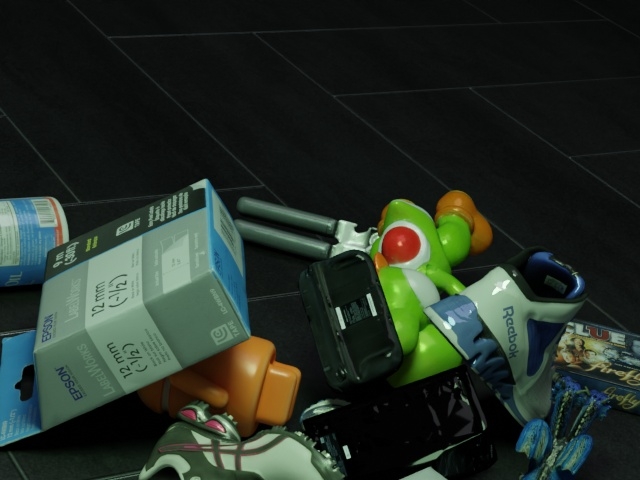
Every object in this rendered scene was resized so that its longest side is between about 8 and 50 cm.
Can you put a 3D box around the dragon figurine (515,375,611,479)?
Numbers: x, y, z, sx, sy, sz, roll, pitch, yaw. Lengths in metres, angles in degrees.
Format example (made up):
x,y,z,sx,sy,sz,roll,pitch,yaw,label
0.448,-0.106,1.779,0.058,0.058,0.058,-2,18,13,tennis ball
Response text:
x,y,z,sx,sy,sz,roll,pitch,yaw,label
0.278,0.272,1.871,0.085,0.144,0.289,19,28,17,dragon figurine

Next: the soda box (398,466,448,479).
x,y,z,sx,sy,sz,roll,pitch,yaw,label
0.047,0.348,1.688,0.286,0.098,0.091,-14,36,-41,soda box

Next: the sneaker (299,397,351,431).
x,y,z,sx,sy,sz,roll,pitch,yaw,label
0.041,0.239,1.951,0.135,0.052,0.058,6,31,-9,sneaker

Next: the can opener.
x,y,z,sx,sy,sz,roll,pitch,yaw,label
0.000,0.000,2.398,0.280,0.074,0.093,14,-7,3,can opener

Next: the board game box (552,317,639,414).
x,y,z,sx,sy,sz,roll,pitch,yaw,label
0.363,0.167,2.221,0.243,0.042,0.165,14,27,6,board game box

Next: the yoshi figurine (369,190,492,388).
x,y,z,sx,sy,sz,roll,pitch,yaw,label
0.139,0.090,2.148,0.203,0.204,0.362,27,34,-1,yoshi figurine

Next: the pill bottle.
x,y,z,sx,sy,sz,roll,pitch,yaw,label
-0.469,0.005,2.129,0.221,0.124,0.124,-4,30,-26,pill bottle

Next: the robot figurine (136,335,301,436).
x,y,z,sx,sy,sz,roll,pitch,yaw,label
-0.138,0.170,1.929,0.219,0.128,0.158,14,40,6,robot figurine

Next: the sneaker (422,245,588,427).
x,y,z,sx,sy,sz,roll,pitch,yaw,label
0.271,0.117,1.975,0.127,0.182,0.315,52,3,36,sneaker

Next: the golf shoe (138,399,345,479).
x,y,z,sx,sy,sz,roll,pitch,yaw,label
-0.086,0.274,1.762,0.272,0.105,0.120,8,41,42,golf shoe

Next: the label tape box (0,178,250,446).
x,y,z,sx,sy,sz,roll,pitch,yaw,label
-0.265,0.085,1.883,0.347,0.115,0.249,-23,28,6,label tape box

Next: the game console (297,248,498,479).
x,y,z,sx,sy,sz,roll,pitch,yaw,label
0.070,0.156,1.915,0.213,0.044,0.361,-18,53,1,game console
